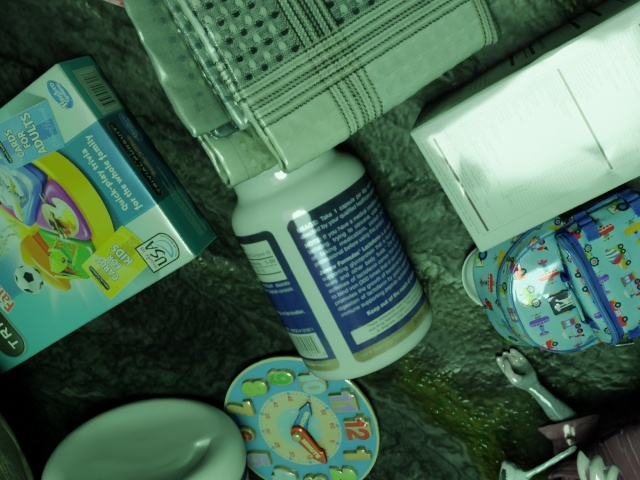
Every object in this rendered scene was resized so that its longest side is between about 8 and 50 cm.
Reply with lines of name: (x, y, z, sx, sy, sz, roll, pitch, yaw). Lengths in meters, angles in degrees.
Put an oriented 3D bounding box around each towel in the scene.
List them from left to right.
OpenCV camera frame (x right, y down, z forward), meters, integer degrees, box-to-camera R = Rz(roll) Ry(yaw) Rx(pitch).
towel: (-0.021, -0.245, 0.650, 0.324, 0.056, 0.312, -32, 104, -14)

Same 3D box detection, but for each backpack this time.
backpack: (0.249, 0.037, 0.731, 0.173, 0.117, 0.158, -25, 105, 0)

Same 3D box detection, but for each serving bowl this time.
serving bowl: (0.198, 0.034, 0.811, 0.083, 0.027, 0.083, 4, 110, 11)

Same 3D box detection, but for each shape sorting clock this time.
shape sorting clock: (-0.027, 0.238, 0.931, 0.206, 0.040, 0.206, 4, 111, 11)

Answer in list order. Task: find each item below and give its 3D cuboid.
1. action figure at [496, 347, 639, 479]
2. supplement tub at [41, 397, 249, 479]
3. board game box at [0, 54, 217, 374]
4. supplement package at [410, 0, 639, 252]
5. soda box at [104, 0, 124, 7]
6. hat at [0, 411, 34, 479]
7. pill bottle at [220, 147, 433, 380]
action figure: (0.334, 0.230, 0.749, 0.370, 0.248, 0.276, -38, 106, 23)
supplement tub: (-0.196, 0.394, 0.919, 0.241, 0.241, 0.331, 0, 110, 13)
board game box: (-0.334, -0.018, 0.883, 0.336, 0.079, 0.253, -30, 101, 21)
supplement package: (0.228, -0.117, 0.689, 0.244, 0.134, 0.139, -28, 102, 21)
soda box: (-0.137, -0.351, 0.710, 0.092, 0.083, 0.263, 19, 114, 3)
hat: (-0.458, 0.276, 0.910, 0.331, 0.134, 0.331, 34, 135, 42)
pill bottle: (0.000, 0.000, 0.775, 0.153, 0.153, 0.264, -22, 104, 19)
